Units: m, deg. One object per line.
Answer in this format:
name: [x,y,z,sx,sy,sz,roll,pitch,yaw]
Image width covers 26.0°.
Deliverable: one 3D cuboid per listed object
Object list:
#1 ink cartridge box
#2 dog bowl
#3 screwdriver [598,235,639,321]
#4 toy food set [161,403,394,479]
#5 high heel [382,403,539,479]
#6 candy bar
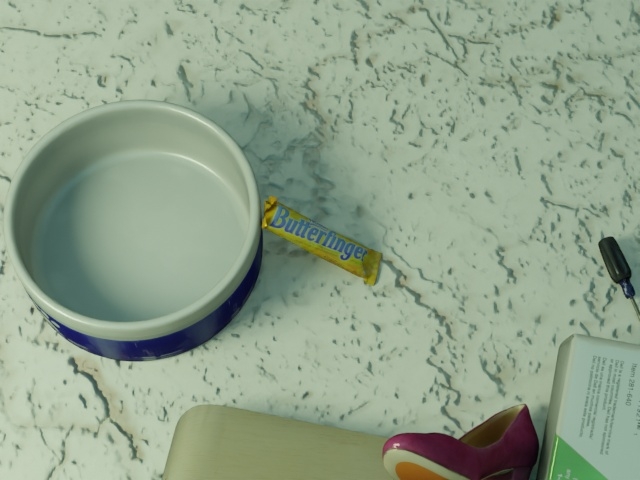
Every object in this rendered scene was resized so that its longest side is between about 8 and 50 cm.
ink cartridge box: [0.354,0.216,1.320,0.278,0.117,0.201,11,82,5]
dog bowl: [-0.193,-0.011,1.461,0.265,0.104,0.265,0,65,0]
screwdriver: [0.333,0.073,1.469,0.024,0.025,0.170,-17,75,-8]
toy food set: [-0.018,0.294,1.339,0.306,0.092,0.219,10,54,4]
high heel: [0.136,0.184,1.307,0.082,0.244,0.117,-9,65,39]
candy bar: [0.000,0.000,1.456,0.161,0.018,0.040,28,64,-32]
